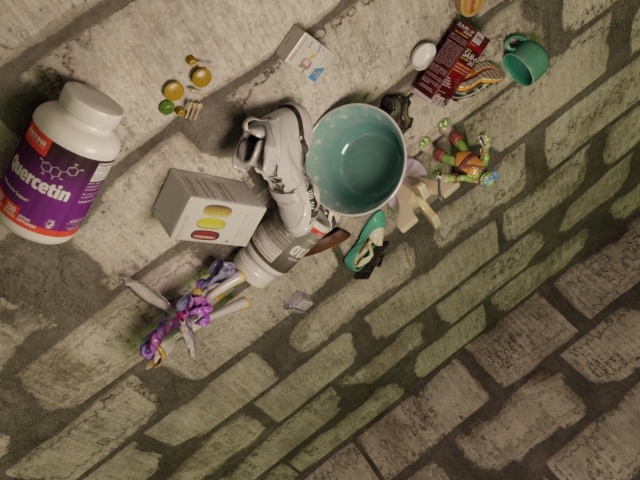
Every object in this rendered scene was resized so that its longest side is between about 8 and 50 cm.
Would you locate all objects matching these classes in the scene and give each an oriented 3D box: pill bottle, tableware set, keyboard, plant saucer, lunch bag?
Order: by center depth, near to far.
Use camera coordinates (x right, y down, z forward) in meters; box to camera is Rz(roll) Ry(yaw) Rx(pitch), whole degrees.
[{"bbox_3d":[-0.544,-0.162,1.303,0.181,0.181,0.323,13,119,-48],"label":"pill bottle"},{"bbox_3d":[-0.314,-0.355,1.444,0.104,0.024,0.154,3,127,-39],"label":"tableware set"},{"bbox_3d":[-0.119,0.004,1.861,0.283,0.161,0.161,-45,144,16],"label":"pill bottle"},{"bbox_3d":[0.000,0.000,1.992,0.198,0.198,0.036,-25,100,-20],"label":"plant saucer"},{"bbox_3d":[-0.079,0.232,2.235,0.083,0.053,0.071,-41,143,16],"label":"lunch bag"},{"bbox_3d":[0.204,0.077,2.351,0.108,0.023,0.180,-1,129,-41],"label":"keyboard"}]

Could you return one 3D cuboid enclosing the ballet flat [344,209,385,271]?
[{"bbox_3d":[0.175,0.011,2.201,0.083,0.087,0.247,9,122,-46],"label":"ballet flat"}]

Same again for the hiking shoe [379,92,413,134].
[{"bbox_3d":[0.236,-0.338,1.894,0.114,0.086,0.227,-17,137,-23],"label":"hiking shoe"}]

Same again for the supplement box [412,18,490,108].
[{"bbox_3d":[0.388,-0.516,1.832,0.130,0.073,0.239,-6,133,-58],"label":"supplement box"}]

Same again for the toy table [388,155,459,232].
[{"bbox_3d":[0.330,-0.154,2.108,0.252,0.161,0.274,-46,142,7],"label":"toy table"}]

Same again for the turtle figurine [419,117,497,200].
[{"bbox_3d":[0.434,-0.282,1.974,0.274,0.266,0.198,-7,132,-38],"label":"turtle figurine"}]

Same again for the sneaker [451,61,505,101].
[{"bbox_3d":[0.494,-0.503,1.968,0.214,0.084,0.083,-19,152,-21],"label":"sneaker"}]

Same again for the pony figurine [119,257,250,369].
[{"bbox_3d":[-0.382,0.207,1.788,0.363,0.303,0.351,-37,157,-22],"label":"pony figurine"}]

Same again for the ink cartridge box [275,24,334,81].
[{"bbox_3d":[-0.038,-0.466,1.545,0.122,0.052,0.089,20,114,-49],"label":"ink cartridge box"}]

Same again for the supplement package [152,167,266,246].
[{"bbox_3d":[-0.294,-0.083,1.646,0.244,0.134,0.139,6,123,-45],"label":"supplement package"}]

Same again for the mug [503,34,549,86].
[{"bbox_3d":[0.664,-0.584,1.981,0.097,0.129,0.158,-41,144,-4],"label":"mug"}]

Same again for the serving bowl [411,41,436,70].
[{"bbox_3d":[0.292,-0.535,1.788,0.083,0.027,0.083,-24,141,-22],"label":"serving bowl"}]

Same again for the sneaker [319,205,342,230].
[{"bbox_3d":[0.022,-0.120,1.932,0.234,0.094,0.153,-29,134,-1],"label":"sneaker"}]

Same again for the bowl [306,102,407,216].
[{"bbox_3d":[0.119,-0.222,1.774,0.312,0.311,0.163,-52,162,15],"label":"bowl"}]

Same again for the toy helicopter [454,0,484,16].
[{"bbox_3d":[0.459,-0.760,1.614,0.234,0.140,0.355,10,121,-41],"label":"toy helicopter"}]

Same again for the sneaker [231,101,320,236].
[{"bbox_3d":[-0.119,-0.166,1.621,0.210,0.137,0.366,-24,119,-46],"label":"sneaker"}]
